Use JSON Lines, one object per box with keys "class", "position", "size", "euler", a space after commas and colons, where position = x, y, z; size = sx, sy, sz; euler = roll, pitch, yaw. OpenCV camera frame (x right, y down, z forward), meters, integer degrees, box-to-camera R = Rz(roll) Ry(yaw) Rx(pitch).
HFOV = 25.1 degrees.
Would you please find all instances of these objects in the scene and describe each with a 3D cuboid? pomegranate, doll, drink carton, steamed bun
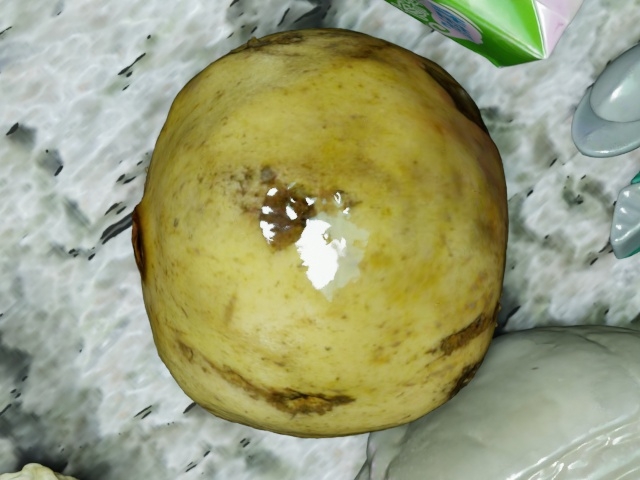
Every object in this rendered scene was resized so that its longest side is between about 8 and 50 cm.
{"class": "pomegranate", "position": [0.000, 0.000, 0.980], "size": [0.281, 0.281, 0.281], "euler": [0, 95, -5]}
{"class": "doll", "position": [0.290, -0.096, 1.061], "size": [0.195, 0.153, 0.258], "euler": [1, 69, 22]}
{"class": "drink carton", "position": [0.058, -0.233, 1.012], "size": [0.271, 0.161, 0.108], "euler": [29, 92, -7]}
{"class": "steamed bun", "position": [0.156, 0.198, 1.012], "size": [0.383, 0.247, 0.236], "euler": [-44, 102, 3]}

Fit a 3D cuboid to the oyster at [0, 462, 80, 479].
{"class": "oyster", "position": [-0.147, 0.308, 1.077], "size": [0.275, 0.100, 0.271], "euler": [11, 96, -18]}
